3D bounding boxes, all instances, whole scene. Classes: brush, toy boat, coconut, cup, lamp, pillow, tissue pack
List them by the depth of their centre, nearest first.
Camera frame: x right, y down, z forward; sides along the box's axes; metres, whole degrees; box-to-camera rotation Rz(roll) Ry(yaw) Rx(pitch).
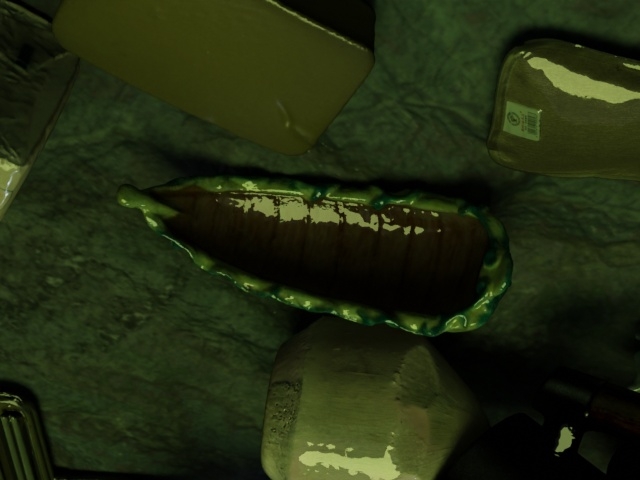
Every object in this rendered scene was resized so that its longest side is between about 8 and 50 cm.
[{"bbox_3d":[-0.068,-0.144,0.949,0.197,0.059,0.123,26,137,-16],"label":"brush"},{"bbox_3d":[0.226,-0.078,0.983,0.217,0.033,0.130,6,139,4],"label":"pillow"},{"bbox_3d":[-0.256,-0.057,1.006,0.092,0.148,0.196,28,133,-15],"label":"tissue pack"},{"bbox_3d":[-0.002,0.002,1.060,0.292,0.109,0.099,11,168,6],"label":"toy boat"},{"bbox_3d":[0.203,0.217,1.114,0.239,0.177,0.166,-49,155,1],"label":"cup"},{"bbox_3d":[0.046,0.148,1.158,0.182,0.171,0.171,9,136,4],"label":"coconut"},{"bbox_3d":[-0.196,0.248,1.307,0.283,0.124,0.203,37,156,38],"label":"lamp"}]

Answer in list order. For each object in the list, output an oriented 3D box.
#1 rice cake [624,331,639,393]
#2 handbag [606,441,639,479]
[{"bbox_3d":[0.337,0.085,1.111,0.206,0.063,0.069,-21,136,30],"label":"rice cake"},{"bbox_3d":[0.387,0.212,1.184,0.308,0.093,0.253,-19,143,34],"label":"handbag"}]
